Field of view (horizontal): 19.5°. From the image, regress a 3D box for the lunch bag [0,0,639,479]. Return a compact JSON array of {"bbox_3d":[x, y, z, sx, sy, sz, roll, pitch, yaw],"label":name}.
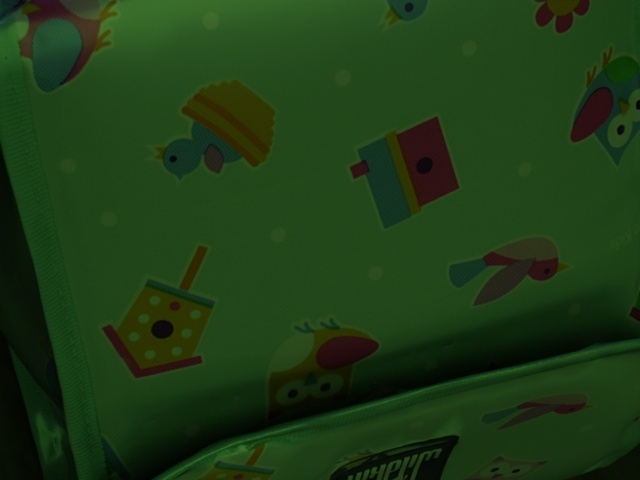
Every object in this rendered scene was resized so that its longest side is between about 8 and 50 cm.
[{"bbox_3d":[0.000,0.000,0.627,0.223,0.160,0.262,-15,119,-16],"label":"lunch bag"}]
